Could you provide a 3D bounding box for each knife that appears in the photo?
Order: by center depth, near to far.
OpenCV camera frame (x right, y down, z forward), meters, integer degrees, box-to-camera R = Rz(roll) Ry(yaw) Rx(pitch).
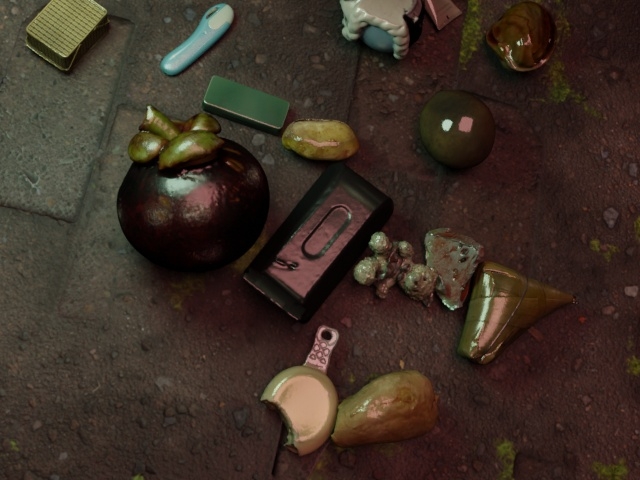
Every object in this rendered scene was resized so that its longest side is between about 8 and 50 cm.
[{"bbox_3d":[-0.276,-0.452,1.971,0.064,0.031,0.222,42,74,-2],"label":"knife"}]

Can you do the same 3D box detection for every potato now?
[{"bbox_3d":[0.000,-0.220,1.928,0.171,0.080,0.107,-2,52,-6],"label":"potato"}]

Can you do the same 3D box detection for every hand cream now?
[{"bbox_3d":[0.257,-0.601,2.112,0.087,0.054,0.186,-39,91,-23],"label":"hand cream"}]

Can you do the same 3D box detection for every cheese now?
[{"bbox_3d":[-0.009,0.306,1.787,0.163,0.071,0.249,42,70,3],"label":"cheese"}]

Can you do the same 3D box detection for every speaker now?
[{"bbox_3d":[0.000,0.000,1.816,0.180,0.184,0.388,37,70,1],"label":"speaker"}]

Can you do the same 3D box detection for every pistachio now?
[{"bbox_3d":[0.482,-0.495,2.085,0.165,0.130,0.210,13,62,4],"label":"pistachio"}]

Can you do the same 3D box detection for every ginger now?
[{"bbox_3d":[0.139,0.340,1.767,0.267,0.152,0.138,-10,78,-20],"label":"ginger"}]

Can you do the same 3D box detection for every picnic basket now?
[{"bbox_3d":[-0.546,-0.458,1.891,0.115,0.079,0.164,35,71,0],"label":"picnic basket"}]

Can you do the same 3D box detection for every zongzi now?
[{"bbox_3d":[0.430,0.183,1.899,0.256,0.115,0.228,20,75,-16],"label":"zongzi"}]

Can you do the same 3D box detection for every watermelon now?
[{"bbox_3d":[0.307,0.052,1.901,0.071,0.139,0.187,0,71,-46],"label":"watermelon"}]

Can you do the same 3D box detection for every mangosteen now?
[{"bbox_3d":[-0.259,-0.105,1.715,0.307,0.307,0.346,-20,117,-16],"label":"mangosteen"}]

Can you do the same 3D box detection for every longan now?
[{"bbox_3d":[0.306,-0.251,1.967,0.167,0.167,0.187,-24,59,-17],"label":"longan"}]

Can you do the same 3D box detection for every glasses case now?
[{"bbox_3d":[-0.166,-0.300,1.943,0.184,0.039,0.077,19,71,-5],"label":"glasses case"}]

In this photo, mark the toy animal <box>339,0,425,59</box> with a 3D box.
[{"bbox_3d":[0.138,-0.522,2.010,0.204,0.156,0.208,17,55,-3],"label":"toy animal"}]

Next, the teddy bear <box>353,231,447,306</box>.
[{"bbox_3d":[0.163,0.063,1.882,0.213,0.111,0.133,28,103,-25],"label":"teddy bear"}]
